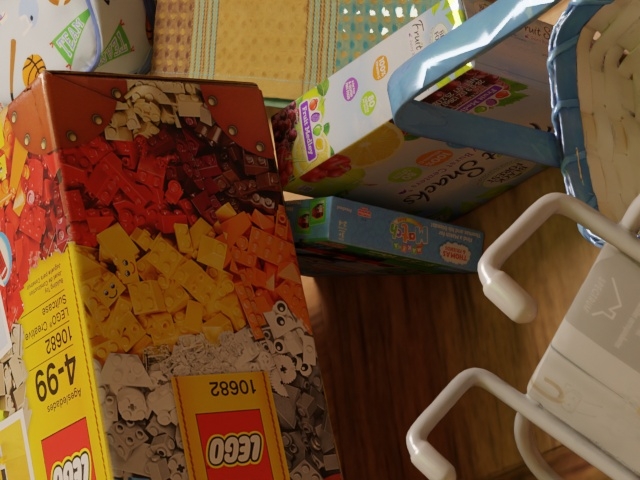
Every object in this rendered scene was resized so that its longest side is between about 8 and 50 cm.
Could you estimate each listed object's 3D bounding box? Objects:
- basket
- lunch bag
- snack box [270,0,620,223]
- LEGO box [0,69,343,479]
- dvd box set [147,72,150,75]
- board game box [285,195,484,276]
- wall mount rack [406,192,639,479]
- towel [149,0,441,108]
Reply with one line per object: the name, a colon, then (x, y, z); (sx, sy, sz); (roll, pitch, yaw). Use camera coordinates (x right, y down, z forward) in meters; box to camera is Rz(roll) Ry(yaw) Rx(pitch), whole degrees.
basket: (0.216, -0.105, 0.950); (0.254, 0.289, 0.201); (-31, 60, 41)
lunch bag: (-0.291, -0.248, 1.604); (0.303, 0.115, 0.243); (-19, 88, 43)
snack box: (0.095, -0.090, 1.187); (0.207, 0.174, 0.070); (-29, 61, 41)
LEGO box: (-0.217, 0.136, 1.276); (0.500, 0.193, 0.373); (-31, 66, 49)
dvd box set: (-0.250, -0.046, 1.688); (0.420, 0.062, 0.308); (-31, 57, 41)
board game box: (0.000, 0.000, 1.289); (0.211, 0.160, 0.039); (-2, 79, 51)
wall mount rack: (0.209, 0.137, 0.950); (0.304, 0.130, 0.350); (36, 145, 15)
towel: (-0.010, -0.249, 1.404); (0.370, 0.040, 0.272); (9, 94, 43)
